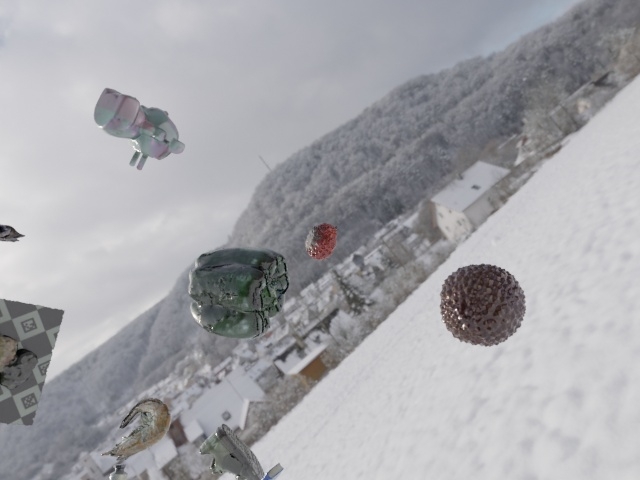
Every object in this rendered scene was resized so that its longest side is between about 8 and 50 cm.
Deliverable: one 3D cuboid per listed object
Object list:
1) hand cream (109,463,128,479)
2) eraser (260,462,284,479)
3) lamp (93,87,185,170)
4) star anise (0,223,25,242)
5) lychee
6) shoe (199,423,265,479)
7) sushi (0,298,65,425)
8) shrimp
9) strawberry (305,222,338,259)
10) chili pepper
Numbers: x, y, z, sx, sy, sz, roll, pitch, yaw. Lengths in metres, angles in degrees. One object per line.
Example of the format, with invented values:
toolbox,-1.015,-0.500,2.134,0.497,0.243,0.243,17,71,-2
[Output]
hand cream,-0.602,0.781,1.482,0.050,0.234,0.080,12,-21,-27
eraser,-0.158,0.746,1.599,0.063,0.027,0.085,-20,-32,-50
lamp,-0.670,-0.395,1.866,0.301,0.247,0.248,27,-94,-56
star anise,-1.153,-0.033,1.810,0.204,0.180,0.061,-8,61,43
lychee,0.349,0.144,1.095,0.188,0.188,0.188,-38,-3,-3
shoe,-0.334,0.827,1.884,0.149,0.293,0.109,-33,14,-3
sushi,-0.615,0.223,0.946,0.219,0.232,0.047,21,-19,-38
shrimp,-0.490,0.499,1.342,0.223,0.126,0.047,-31,-27,8
strawberry,0.000,0.000,1.845,0.145,0.086,0.145,-50,29,41
chili pepper,-0.224,0.131,1.388,0.256,0.234,0.248,6,24,16
